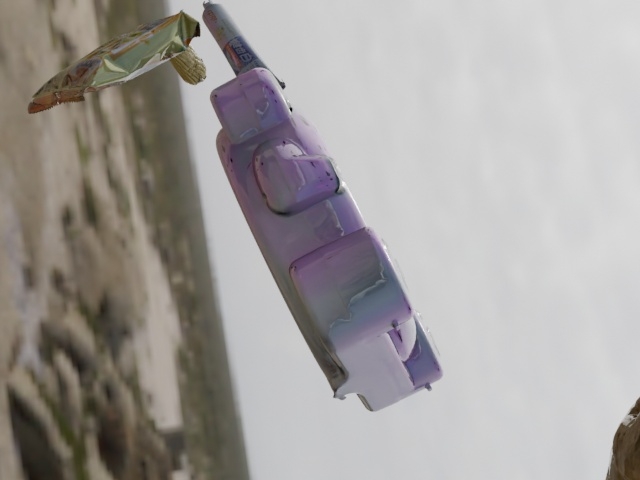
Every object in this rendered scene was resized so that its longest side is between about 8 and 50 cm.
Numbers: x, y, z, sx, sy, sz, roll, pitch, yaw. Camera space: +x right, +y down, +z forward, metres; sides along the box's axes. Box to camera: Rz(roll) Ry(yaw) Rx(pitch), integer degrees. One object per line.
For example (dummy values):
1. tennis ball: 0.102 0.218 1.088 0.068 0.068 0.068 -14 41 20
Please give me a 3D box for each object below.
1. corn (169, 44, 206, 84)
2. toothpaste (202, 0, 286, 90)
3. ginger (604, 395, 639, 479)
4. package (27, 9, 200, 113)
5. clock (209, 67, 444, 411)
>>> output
1. corn: -0.130 -0.175 1.574 0.083 0.027 0.028 57 38 -62
2. toothpaste: -0.085 -0.197 1.698 0.028 0.045 0.170 39 15 -50
3. ginger: 0.287 0.135 1.176 0.126 0.190 0.354 55 -20 19
4. package: -0.153 -0.131 1.219 0.108 0.121 0.031 -4 -63 60
5. clock: 0.000 0.000 1.277 0.248 0.090 0.227 63 1 24
